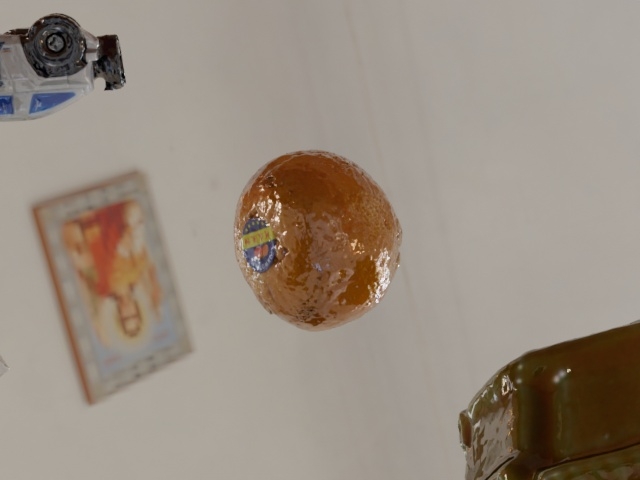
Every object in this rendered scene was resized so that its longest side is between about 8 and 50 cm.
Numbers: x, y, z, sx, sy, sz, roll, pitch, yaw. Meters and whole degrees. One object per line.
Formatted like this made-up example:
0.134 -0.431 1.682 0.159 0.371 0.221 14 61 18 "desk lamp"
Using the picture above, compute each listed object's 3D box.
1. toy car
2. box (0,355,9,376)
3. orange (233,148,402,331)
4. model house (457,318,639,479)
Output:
-0.217 -0.116 0.965 0.171 0.070 0.080 -3 -171 -9 "toy car"
-0.260 0.047 0.572 0.175 0.062 0.260 -42 151 -5 "box"
-0.001 0.000 1.056 0.117 0.135 0.135 -4 178 -44 "orange"
0.219 0.185 0.953 0.268 0.173 0.239 -23 -144 30 "model house"
